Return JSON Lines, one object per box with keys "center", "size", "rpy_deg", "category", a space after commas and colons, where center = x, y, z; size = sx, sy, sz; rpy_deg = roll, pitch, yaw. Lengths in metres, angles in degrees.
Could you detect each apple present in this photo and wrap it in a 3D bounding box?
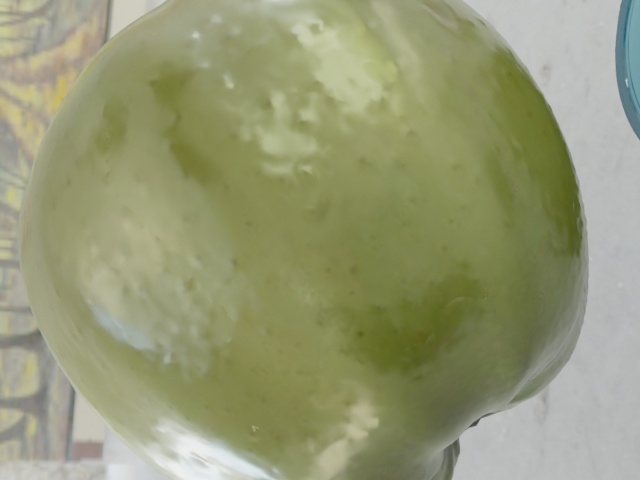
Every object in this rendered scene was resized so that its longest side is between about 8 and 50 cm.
{"center": [0.000, 0.000, 0.634], "size": [0.360, 0.311, 0.320], "rpy_deg": [48, 131, 12], "category": "apple"}

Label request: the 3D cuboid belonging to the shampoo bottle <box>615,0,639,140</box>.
{"center": [0.493, -0.171, 0.801], "size": [0.331, 0.342, 0.331], "rpy_deg": [-43, 40, 53], "category": "shampoo bottle"}
